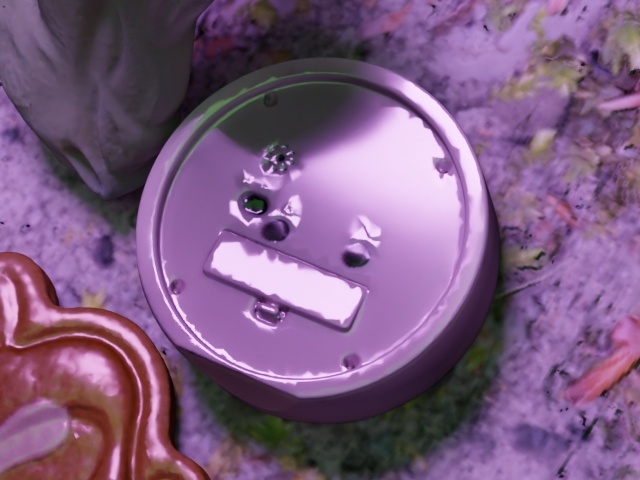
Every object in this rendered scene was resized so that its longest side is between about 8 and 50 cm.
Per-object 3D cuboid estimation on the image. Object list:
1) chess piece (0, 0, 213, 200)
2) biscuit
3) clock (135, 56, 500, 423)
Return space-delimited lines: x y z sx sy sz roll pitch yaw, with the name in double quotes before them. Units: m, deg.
"chess piece" -0.118 -0.164 0.954 0.176 0.298 0.176 13 49 -15
"biscuit" -0.161 0.141 0.976 0.202 0.047 0.334 -33 68 1
"clock" 0.000 0.000 0.973 0.197 0.068 0.197 -4 72 12
